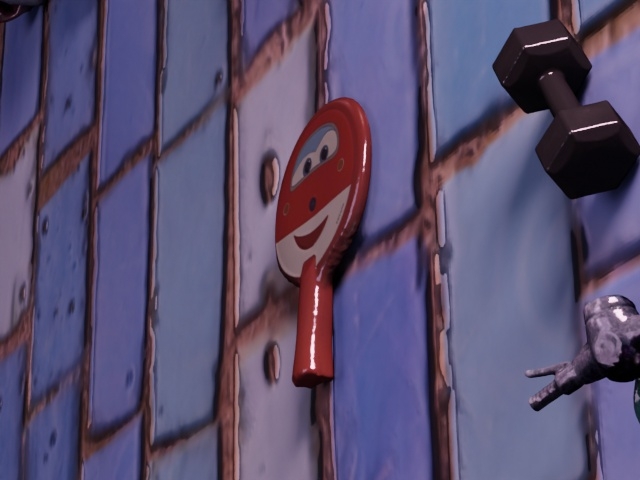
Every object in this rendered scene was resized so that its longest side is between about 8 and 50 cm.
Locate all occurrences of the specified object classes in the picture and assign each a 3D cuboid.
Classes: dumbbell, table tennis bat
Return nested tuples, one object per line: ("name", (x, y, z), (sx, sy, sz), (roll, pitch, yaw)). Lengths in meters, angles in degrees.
("dumbbell", (0.099, -0.054, 0.806), (0.040, 0.036, 0.083), (-62, 30, 31))
("table tennis bat", (0.000, 0.000, 1.011), (0.098, 0.019, 0.154), (-35, 46, 55))

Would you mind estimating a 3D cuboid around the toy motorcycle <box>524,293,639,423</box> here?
("toy motorcycle", (0.144, 0.036, 0.602), (0.173, 0.100, 0.058), (-12, 69, 61))

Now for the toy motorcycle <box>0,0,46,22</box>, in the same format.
("toy motorcycle", (-0.234, -0.228, 1.499), (0.213, 0.082, 0.122), (-175, 97, -76))
